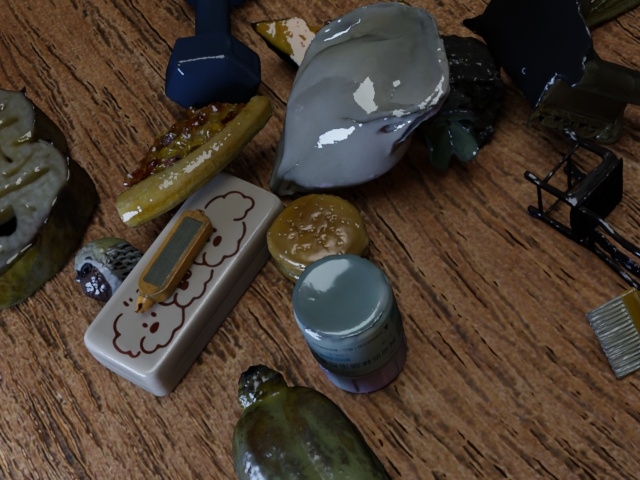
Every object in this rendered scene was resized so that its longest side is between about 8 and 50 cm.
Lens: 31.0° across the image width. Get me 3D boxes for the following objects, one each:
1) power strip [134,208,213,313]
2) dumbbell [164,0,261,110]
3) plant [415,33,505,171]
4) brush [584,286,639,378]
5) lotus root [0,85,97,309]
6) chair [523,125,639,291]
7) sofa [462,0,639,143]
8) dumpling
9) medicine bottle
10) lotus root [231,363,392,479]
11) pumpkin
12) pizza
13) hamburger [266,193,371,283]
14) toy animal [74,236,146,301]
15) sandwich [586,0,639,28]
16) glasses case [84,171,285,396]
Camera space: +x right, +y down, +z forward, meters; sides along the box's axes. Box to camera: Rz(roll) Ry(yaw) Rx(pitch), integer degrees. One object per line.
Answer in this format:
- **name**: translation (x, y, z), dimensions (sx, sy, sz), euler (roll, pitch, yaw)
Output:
- **power strip**: translation (-0.212, 0.032, 1.644), dimensions (0.049, 0.028, 0.178), euler (20, 65, 24)
- **dumbbell**: translation (-0.179, -0.363, 1.915), dimensions (0.159, 0.144, 0.325), euler (-8, 55, 7)
- **plant**: translation (0.205, -0.209, 1.719), dimensions (0.131, 0.142, 0.203), euler (14, 57, 4)
- **brush**: translation (0.483, 0.076, 1.497), dimensions (0.272, 0.013, 0.103), euler (-28, 97, 0)
- **lotus root**: translation (-0.553, -0.062, 1.844), dimensions (0.374, 0.111, 0.391), euler (-24, 59, 0)
- **chair**: translation (0.394, -0.038, 1.582), dimensions (0.113, 0.106, 0.229), euler (-45, 60, -13)
- **sofa**: translation (0.362, -0.286, 1.657), dimensions (0.182, 0.200, 0.258), euler (-51, 47, 32)
- **dumpling**: translation (0.042, -0.211, 1.696), dimensions (0.181, 0.341, 0.260), euler (7, 65, -16)
- **medicine bottle**: translation (0.043, 0.113, 1.535), dimensions (0.135, 0.168, 0.135), euler (-6, 58, 10)
- **lotus root**: translation (-0.012, 0.286, 1.450), dimensions (0.173, 0.173, 0.309), euler (-31, 56, -6)
- **pumpkin**: translation (0.035, -0.273, 1.841), dimensions (0.278, 0.111, 0.163), euler (-5, 76, 13)
- **pizza**: translation (-0.206, -0.142, 1.768), dimensions (0.289, 0.081, 0.228), euler (-40, 21, -6)
- **hamburger**: translation (0.000, 0.000, 1.672), dimensions (0.147, 0.083, 0.138), euler (33, 66, 26)
- **toy animal**: translation (-0.297, 0.046, 1.718), dimensions (0.137, 0.098, 0.098), euler (0, 55, -11)
- **sandwich**: translation (0.471, -0.437, 1.826), dimensions (0.088, 0.090, 0.245), euler (6, 60, 21)
- **glasses case**: translation (-0.191, 0.057, 1.687), dimensions (0.144, 0.076, 0.336), euler (23, 66, 27)
